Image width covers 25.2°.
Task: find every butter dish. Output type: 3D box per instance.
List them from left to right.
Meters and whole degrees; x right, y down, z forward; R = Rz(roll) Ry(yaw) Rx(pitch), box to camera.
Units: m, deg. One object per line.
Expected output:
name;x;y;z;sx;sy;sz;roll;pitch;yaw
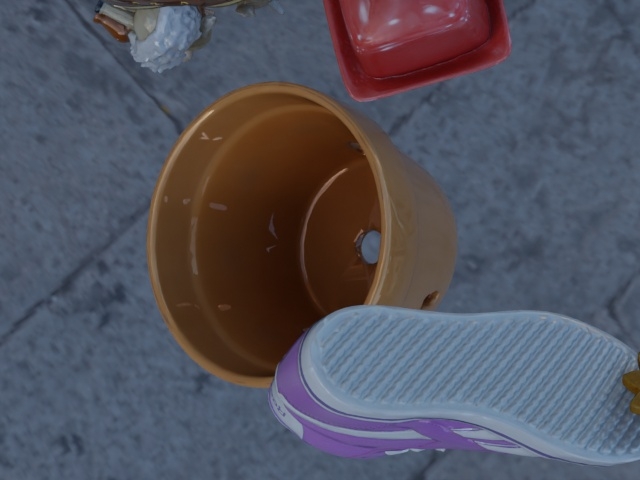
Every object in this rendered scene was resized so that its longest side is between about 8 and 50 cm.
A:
butter dish;0.072;-0.223;1.261;0.160;0.118;0.160;-15;78;12

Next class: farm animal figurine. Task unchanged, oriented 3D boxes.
farm animal figurine;-0.081;-0.318;1.451;0.172;0.327;0.330;28;96;-11

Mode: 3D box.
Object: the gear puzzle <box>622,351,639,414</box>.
gear puzzle;0.376;0.094;1.002;0.339;0.175;0.044;-10;131;-11

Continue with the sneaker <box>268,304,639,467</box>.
sneaker;0.101;0.115;1.042;0.282;0.161;0.102;13;64;-14

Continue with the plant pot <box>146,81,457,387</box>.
plant pot;0.000;0.000;1.425;0.203;0.291;0.290;6;108;-54

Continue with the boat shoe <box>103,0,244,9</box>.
boat shoe;-0.108;-0.204;1.079;0.060;0.178;0.064;-17;101;-54
